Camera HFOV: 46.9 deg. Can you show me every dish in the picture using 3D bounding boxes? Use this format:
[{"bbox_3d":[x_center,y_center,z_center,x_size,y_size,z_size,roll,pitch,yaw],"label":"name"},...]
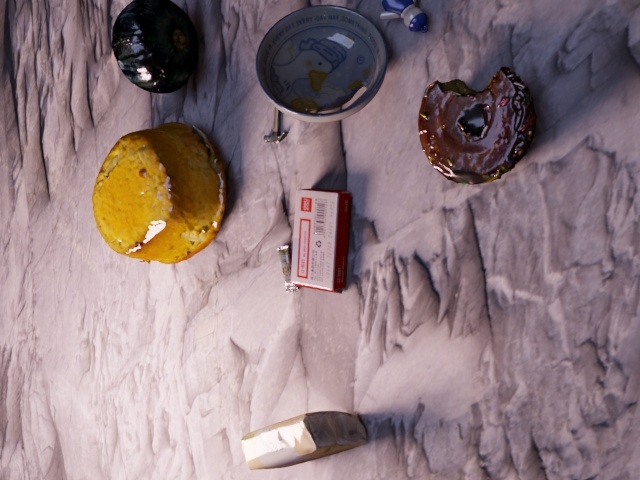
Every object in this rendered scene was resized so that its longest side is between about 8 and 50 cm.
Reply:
[{"bbox_3d":[0.008,-0.348,1.562,0.273,0.134,0.273,-3,67,6],"label":"dish"}]

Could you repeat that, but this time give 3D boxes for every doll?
[{"bbox_3d":[0.170,-0.469,1.484,0.098,0.057,0.143,-40,70,9],"label":"doll"}]

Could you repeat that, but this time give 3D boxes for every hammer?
[{"bbox_3d":[-0.098,-0.317,1.712,0.062,0.017,0.182,9,97,35],"label":"hammer"}]

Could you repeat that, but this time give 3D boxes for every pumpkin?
[{"bbox_3d":[-0.397,-0.473,1.793,0.163,0.233,0.233,-8,88,26],"label":"pumpkin"}]

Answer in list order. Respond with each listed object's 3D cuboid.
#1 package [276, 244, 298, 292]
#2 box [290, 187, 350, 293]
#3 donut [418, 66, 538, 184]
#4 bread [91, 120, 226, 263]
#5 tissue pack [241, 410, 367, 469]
[{"bbox_3d":[-0.077,0.066,1.722,0.037,0.015,0.110,-14,86,30],"label":"package"},{"bbox_3d":[0.000,0.000,1.641,0.123,0.050,0.230,7,98,37],"label":"box"},{"bbox_3d":[0.301,-0.213,1.382,0.230,0.096,0.216,-16,86,35],"label":"donut"},{"bbox_3d":[-0.404,-0.115,1.835,0.358,0.204,0.337,-38,76,29],"label":"bread"},{"bbox_3d":[-0.036,0.438,1.614,0.222,0.186,0.090,-26,65,35],"label":"tissue pack"}]
